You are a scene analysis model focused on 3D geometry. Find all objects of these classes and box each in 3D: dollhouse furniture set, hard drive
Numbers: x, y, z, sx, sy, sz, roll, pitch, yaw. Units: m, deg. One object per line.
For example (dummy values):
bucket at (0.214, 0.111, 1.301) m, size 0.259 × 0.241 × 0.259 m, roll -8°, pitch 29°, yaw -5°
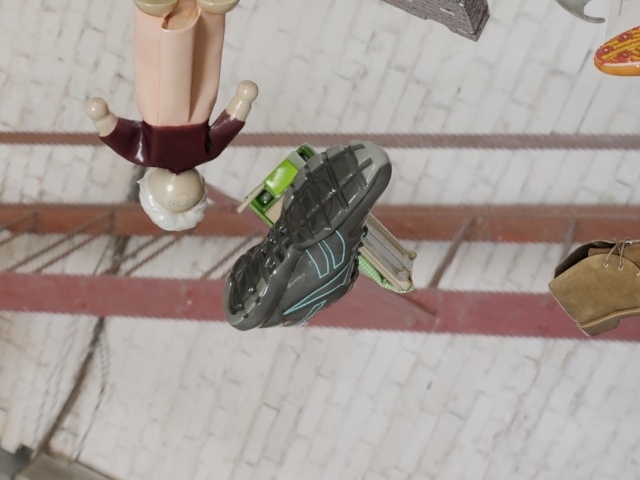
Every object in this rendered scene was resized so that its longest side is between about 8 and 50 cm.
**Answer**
dollhouse furniture set at (0.011, -0.001, 1.730) m, size 0.151 × 0.301 × 0.197 m, roll -44°, pitch 5°, yaw 17°
hard drive at (0.141, -0.418, 1.574) m, size 0.064 × 0.236 × 0.339 m, roll -65°, pitch -14°, yaw 5°

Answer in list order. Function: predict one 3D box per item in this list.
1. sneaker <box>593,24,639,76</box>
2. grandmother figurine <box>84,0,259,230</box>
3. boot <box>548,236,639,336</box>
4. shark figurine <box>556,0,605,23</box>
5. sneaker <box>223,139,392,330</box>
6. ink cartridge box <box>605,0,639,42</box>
sneaker at (0.342, -0.166, 0.933) m, size 0.064 × 0.175 × 0.067 m, roll -90°, pitch -5°, yaw -47°
grandmother figurine at (-0.179, -0.151, 1.221) m, size 0.104 × 0.207 × 0.342 m, roll -96°, pitch 10°, yaw -47°
boot at (0.449, 0.040, 1.451) m, size 0.305 × 0.115 × 0.112 m, roll -39°, pitch 10°, yaw 50°
shark figurine at (0.194, -0.324, 0.906) m, size 0.116 × 0.166 × 0.278 m, roll 113°, pitch 165°, yaw -53°
sneaker at (0.000, 0.000, 1.082) m, size 0.267 × 0.106 × 0.101 m, roll -49°, pitch 41°, yaw 31°
ink cartridge box at (0.595, -0.308, 1.229) m, size 0.384 × 0.279 × 0.160 m, roll -22°, pitch 45°, yaw 55°
